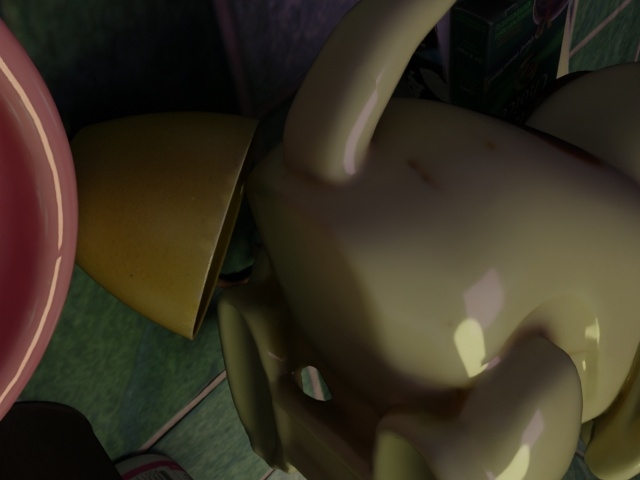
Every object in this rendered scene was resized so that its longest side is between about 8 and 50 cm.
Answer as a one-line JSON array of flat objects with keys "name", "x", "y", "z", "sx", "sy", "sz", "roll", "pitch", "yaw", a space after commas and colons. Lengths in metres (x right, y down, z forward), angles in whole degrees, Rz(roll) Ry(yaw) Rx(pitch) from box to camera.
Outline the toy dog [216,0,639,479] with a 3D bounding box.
[{"name": "toy dog", "x": 0.146, "y": -0.002, "z": 0.518, "sx": 0.407, "sy": 0.284, "sz": 0.396, "roll": -23, "pitch": 112, "yaw": -28}]

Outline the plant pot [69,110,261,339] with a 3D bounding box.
[{"name": "plant pot", "x": -0.099, "y": -0.020, "z": 0.410, "sx": 0.134, "sy": 0.095, "sz": 0.134, "roll": -163, "pitch": -90, "yaw": -85}]

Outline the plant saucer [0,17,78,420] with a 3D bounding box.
[{"name": "plant saucer", "x": -0.256, "y": 0.018, "z": 0.256, "sx": 0.332, "sy": 0.084, "sz": 0.332, "roll": -36, "pitch": 144, "yaw": -32}]

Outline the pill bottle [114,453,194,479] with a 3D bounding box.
[{"name": "pill bottle", "x": -0.097, "y": 0.326, "z": 0.578, "sx": 0.160, "sy": 0.283, "sz": 0.160, "roll": -35, "pitch": 144, "yaw": -31}]

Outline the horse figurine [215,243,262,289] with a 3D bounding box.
[{"name": "horse figurine", "x": 0.000, "y": 0.000, "z": 0.624, "sx": 0.263, "sy": 0.066, "sz": 0.174, "roll": -56, "pitch": 145, "yaw": -2}]

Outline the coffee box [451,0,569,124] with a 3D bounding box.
[{"name": "coffee box", "x": 0.166, "y": -0.148, "z": 0.621, "sx": 0.113, "sy": 0.040, "sz": 0.184, "roll": -39, "pitch": 147, "yaw": -21}]

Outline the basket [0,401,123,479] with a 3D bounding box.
[{"name": "basket", "x": -0.170, "y": 0.234, "z": 0.443, "sx": 0.204, "sy": 0.226, "sz": 0.154, "roll": 1, "pitch": 118, "yaw": -54}]

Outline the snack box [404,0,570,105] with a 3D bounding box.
[{"name": "snack box", "x": 0.160, "y": -0.197, "z": 0.667, "sx": 0.187, "sy": 0.060, "sz": 0.322, "roll": -48, "pitch": 149, "yaw": -11}]
